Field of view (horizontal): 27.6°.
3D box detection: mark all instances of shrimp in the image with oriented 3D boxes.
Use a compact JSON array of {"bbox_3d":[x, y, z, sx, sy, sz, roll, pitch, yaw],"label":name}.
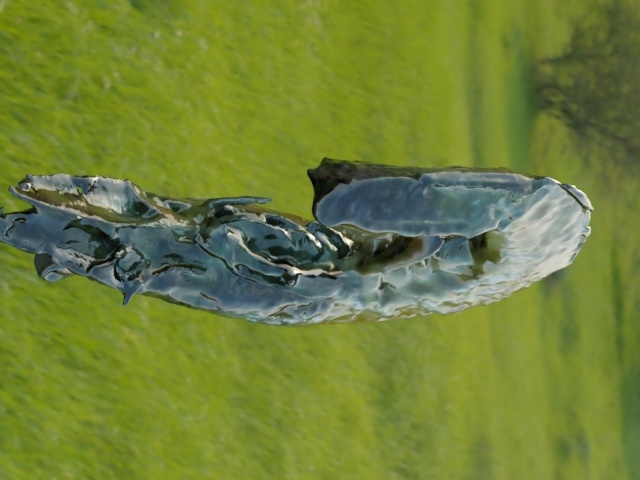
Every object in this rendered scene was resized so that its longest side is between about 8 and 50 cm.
[{"bbox_3d":[0.000,0.000,0.878,0.445,0.272,0.085,7,69,-35],"label":"shrimp"}]
